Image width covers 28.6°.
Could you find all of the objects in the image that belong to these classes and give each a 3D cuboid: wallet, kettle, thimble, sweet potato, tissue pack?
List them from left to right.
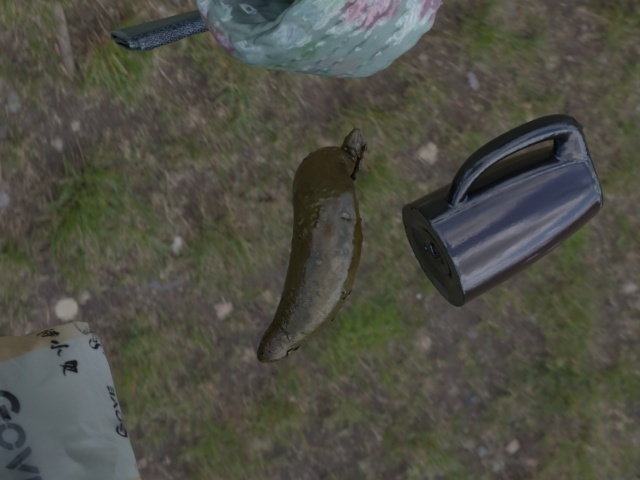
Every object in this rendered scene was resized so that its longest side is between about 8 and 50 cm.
[{"bbox_3d":[-0.388,0.296,1.480,0.390,0.375,0.195,-13,160,-34],"label":"tissue pack"},{"bbox_3d":[-0.173,-0.245,1.465,0.129,0.088,0.026,-19,110,-19],"label":"wallet"},{"bbox_3d":[0.001,-0.240,1.084,0.149,0.211,0.185,2,75,-44],"label":"thimble"},{"bbox_3d":[0.002,-0.003,1.491,0.098,0.124,0.310,18,74,-15],"label":"sweet potato"},{"bbox_3d":[0.229,-0.051,1.555,0.232,0.144,0.202,-29,131,-12],"label":"kettle"}]
